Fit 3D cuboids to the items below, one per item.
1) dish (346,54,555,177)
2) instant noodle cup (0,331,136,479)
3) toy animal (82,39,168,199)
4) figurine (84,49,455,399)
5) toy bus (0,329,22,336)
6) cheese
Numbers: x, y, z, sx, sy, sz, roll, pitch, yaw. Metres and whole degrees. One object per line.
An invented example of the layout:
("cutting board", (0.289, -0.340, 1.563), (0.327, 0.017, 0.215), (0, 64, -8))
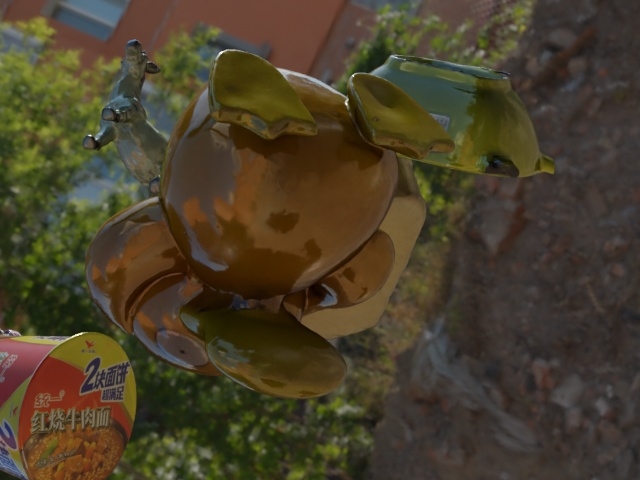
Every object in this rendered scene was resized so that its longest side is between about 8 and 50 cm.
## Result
("dish", (0.147, -0.154, 1.270), (0.221, 0.262, 0.108), (-11, -64, -55))
("instant noodle cup", (-0.368, 0.212, 1.378), (0.213, 0.174, 0.213), (-12, -75, -58))
("toy animal", (-0.206, -0.119, 1.264), (0.073, 0.217, 0.176), (-24, 12, 22))
("figurine", (-0.041, -0.008, 0.708), (0.215, 0.215, 0.228), (-45, -31, -77))
("toy bus", (-0.489, 0.210, 1.520), (0.090, 0.063, 0.203), (18, -64, -48))
("cheese", (0.001, 0.001, 1.476), (0.384, 0.384, 0.104), (107, 156, -55))
